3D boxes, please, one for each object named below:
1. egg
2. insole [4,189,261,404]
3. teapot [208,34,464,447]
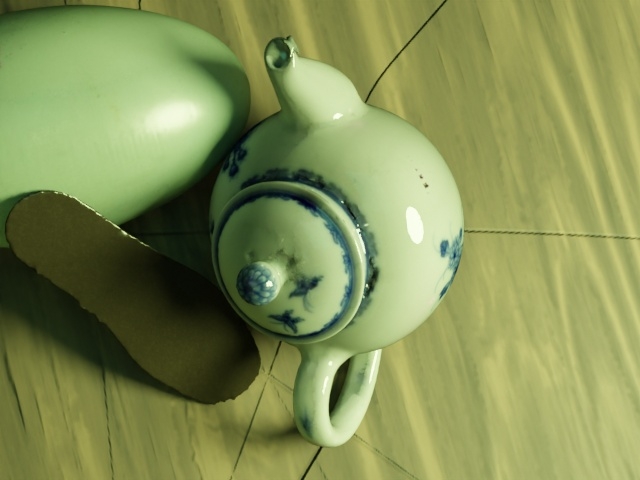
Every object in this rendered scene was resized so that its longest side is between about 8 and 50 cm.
[{"bbox_3d":[-0.250,-0.116,1.573,0.370,0.230,0.230,-14,79,-9],"label":"egg"},{"bbox_3d":[-0.173,0.056,1.556,0.111,0.007,0.328,-46,123,4],"label":"insole"},{"bbox_3d":[0.000,0.000,1.544,0.252,0.280,0.424,6,113,27],"label":"teapot"}]
